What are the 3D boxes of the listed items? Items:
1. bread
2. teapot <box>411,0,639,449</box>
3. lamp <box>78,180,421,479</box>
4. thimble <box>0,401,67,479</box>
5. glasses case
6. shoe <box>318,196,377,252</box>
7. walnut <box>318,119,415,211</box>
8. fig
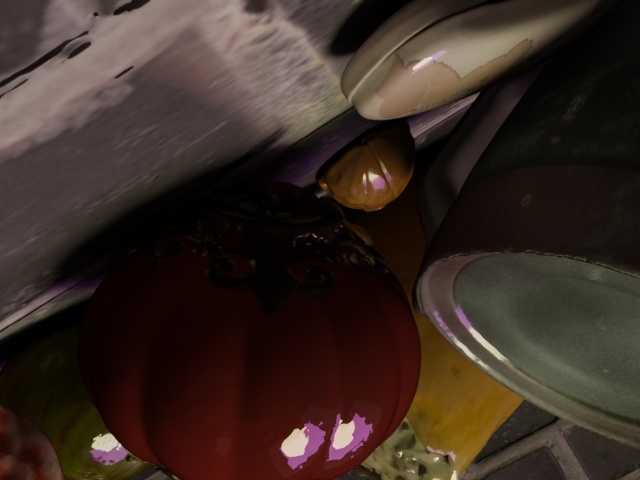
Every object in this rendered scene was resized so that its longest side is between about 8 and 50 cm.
[{"bbox_3d":[0.106,0.057,0.897,0.394,0.250,0.361,-42,-161,-22],"label":"bread"},{"bbox_3d":[0.204,-0.048,0.517,0.315,0.233,0.312,6,-125,47],"label":"teapot"},{"bbox_3d":[-0.044,0.063,0.509,0.227,0.226,0.227,-30,174,-4],"label":"lamp"},{"bbox_3d":[-0.239,0.177,0.342,0.162,0.239,0.239,-33,174,35],"label":"thimble"},{"bbox_3d":[0.096,-0.115,0.403,0.204,0.051,0.081,-28,172,-32],"label":"glasses case"},{"bbox_3d":[-0.001,-0.003,0.677,0.109,0.072,0.069,1,-169,1],"label":"shoe"},{"bbox_3d":[0.048,-0.056,0.647,0.091,0.052,0.121,-33,176,-4],"label":"walnut"},{"bbox_3d":[-0.161,0.085,0.649,0.259,0.151,0.151,-59,-173,-27],"label":"fig"}]
